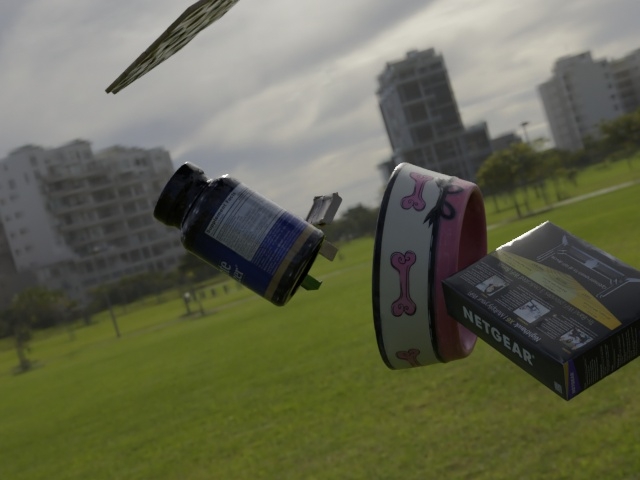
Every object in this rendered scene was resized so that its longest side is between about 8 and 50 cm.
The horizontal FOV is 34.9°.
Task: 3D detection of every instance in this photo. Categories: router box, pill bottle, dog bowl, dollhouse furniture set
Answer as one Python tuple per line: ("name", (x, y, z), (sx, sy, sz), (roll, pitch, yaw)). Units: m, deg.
("router box", (0.388, 0.104, 1.671), (0.243, 0.081, 0.309), (-27, 35, -19))
("pill bottle", (-0.113, -0.014, 1.403), (0.123, 0.219, 0.123), (-58, -5, -8))
("dog bowl", (0.224, 0.054, 1.980), (0.150, 0.408, 0.408), (3, 7, 19))
("dollhouse furniture set", (0.000, 0.000, 1.621), (0.076, 0.058, 0.151), (-11, 49, 60))

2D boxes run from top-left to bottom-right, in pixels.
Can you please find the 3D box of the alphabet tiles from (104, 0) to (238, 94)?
("alphabet tiles", (-0.159, -0.319, 1.426), (0.342, 0.011, 0.285), (-30, 12, 45))
